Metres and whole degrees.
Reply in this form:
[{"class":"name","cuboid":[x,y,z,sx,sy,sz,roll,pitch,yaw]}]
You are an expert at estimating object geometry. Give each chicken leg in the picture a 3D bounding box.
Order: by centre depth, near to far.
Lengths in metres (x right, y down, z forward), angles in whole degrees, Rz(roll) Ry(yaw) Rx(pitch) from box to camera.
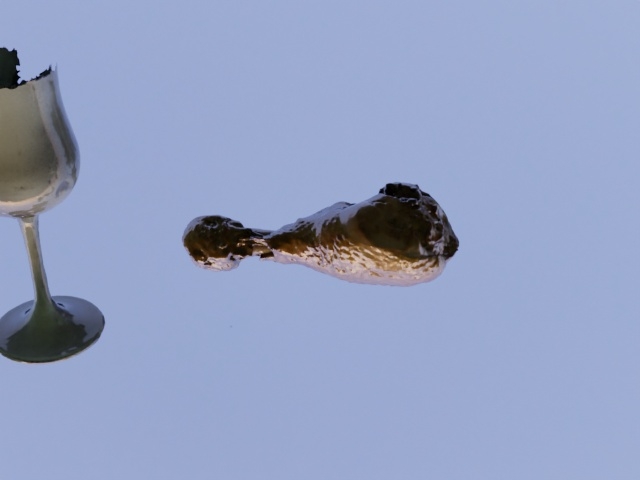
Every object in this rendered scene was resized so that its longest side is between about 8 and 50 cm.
[{"class":"chicken leg","cuboid":[0.000,0.002,0.897,0.251,0.107,0.087,-2,-123,6]}]

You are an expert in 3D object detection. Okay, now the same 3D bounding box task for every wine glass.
[{"class":"wine glass","cuboid":[-0.186,-0.020,0.620,0.079,0.079,0.195,-3,-58,-5]}]
